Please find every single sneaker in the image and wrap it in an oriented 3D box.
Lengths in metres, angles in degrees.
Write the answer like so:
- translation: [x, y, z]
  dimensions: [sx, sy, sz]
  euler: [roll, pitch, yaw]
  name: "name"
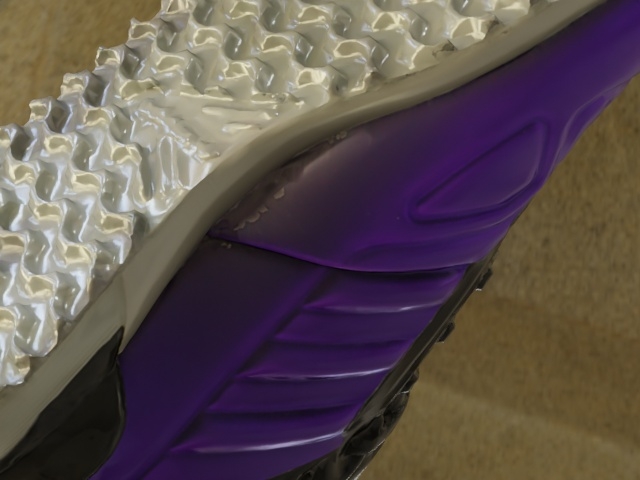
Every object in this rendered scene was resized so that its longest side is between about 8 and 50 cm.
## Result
- translation: [-0.001, 0.000, 0.467]
  dimensions: [0.293, 0.102, 0.146]
  euler: [-36, -46, -3]
  name: "sneaker"
